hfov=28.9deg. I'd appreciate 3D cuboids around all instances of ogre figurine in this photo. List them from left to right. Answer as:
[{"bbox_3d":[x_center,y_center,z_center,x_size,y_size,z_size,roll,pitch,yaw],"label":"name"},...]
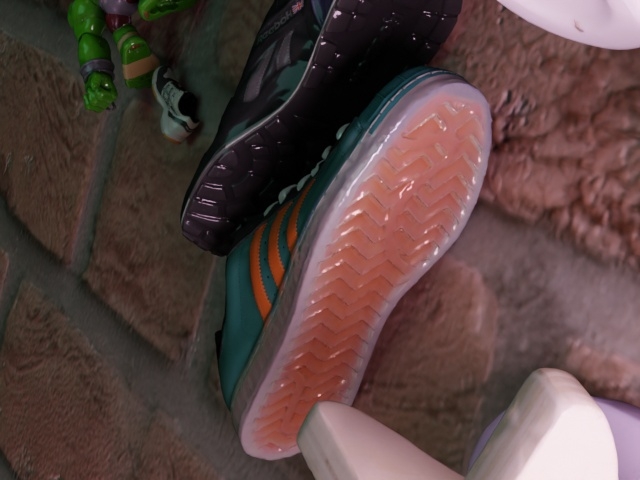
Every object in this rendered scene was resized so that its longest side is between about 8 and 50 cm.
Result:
[{"bbox_3d":[-0.176,-0.228,1.157,0.118,0.096,0.197,56,139,32],"label":"ogre figurine"}]

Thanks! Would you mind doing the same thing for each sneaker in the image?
[{"bbox_3d":[-0.126,-0.127,1.117,0.037,0.032,0.083,-35,57,30],"label":"sneaker"},{"bbox_3d":[-0.007,-0.113,0.887,0.283,0.107,0.124,-51,33,25],"label":"sneaker"},{"bbox_3d":[0.000,0.000,0.818,0.302,0.108,0.121,-61,42,28],"label":"sneaker"}]

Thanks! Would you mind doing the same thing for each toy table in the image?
[{"bbox_3d":[0.104,0.174,0.572,0.274,0.160,0.252,40,114,54],"label":"toy table"}]

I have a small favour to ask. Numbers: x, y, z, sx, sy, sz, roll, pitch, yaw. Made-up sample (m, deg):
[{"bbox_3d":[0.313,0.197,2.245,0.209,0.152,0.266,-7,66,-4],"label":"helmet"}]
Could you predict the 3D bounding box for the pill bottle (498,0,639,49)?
[{"bbox_3d":[0.159,-0.211,0.583,0.121,0.121,0.221,23,79,56],"label":"pill bottle"}]
